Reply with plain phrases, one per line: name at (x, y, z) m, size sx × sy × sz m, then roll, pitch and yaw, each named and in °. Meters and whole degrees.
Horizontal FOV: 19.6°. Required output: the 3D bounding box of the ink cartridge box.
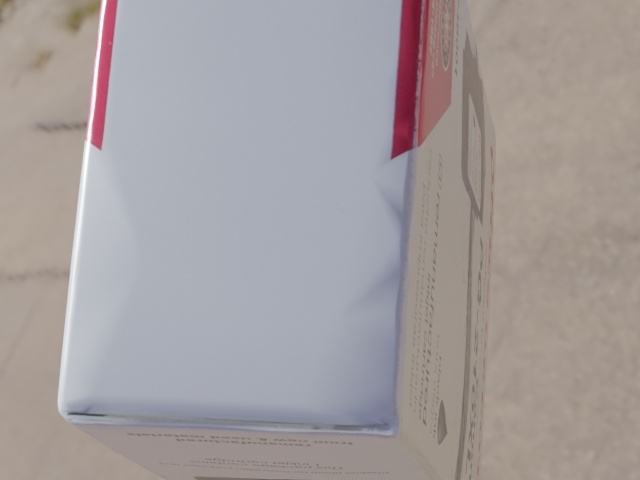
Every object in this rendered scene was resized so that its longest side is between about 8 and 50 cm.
ink cartridge box at (0.000, 0.000, 0.618) m, size 0.237 × 0.100 × 0.172 m, roll 59°, pitch -146°, yaw -72°
